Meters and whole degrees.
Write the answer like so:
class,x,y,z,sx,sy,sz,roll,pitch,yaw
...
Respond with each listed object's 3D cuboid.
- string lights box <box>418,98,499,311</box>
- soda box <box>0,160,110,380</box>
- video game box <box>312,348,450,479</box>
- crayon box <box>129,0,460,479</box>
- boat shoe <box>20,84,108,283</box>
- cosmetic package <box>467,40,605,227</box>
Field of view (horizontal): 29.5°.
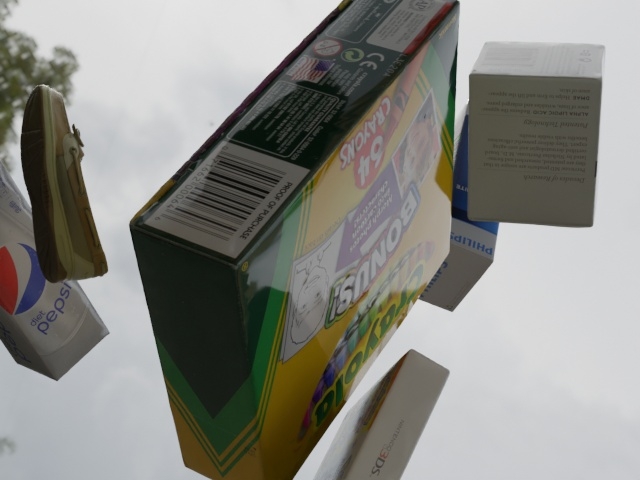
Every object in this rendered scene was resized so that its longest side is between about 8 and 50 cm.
class,x,y,z,sx,sy,sz,roll,pitch,yaw
string lights box,0.188,-0.050,1.632,0.077,0.259,0.133,21,-38,-8
soda box,-0.361,0.022,1.387,0.098,0.091,0.286,13,-43,46
video game box,0.025,0.214,1.052,0.048,0.205,0.187,32,-30,-3
crayon box,0.000,0.000,1.070,0.106,0.363,0.313,20,-40,24
boat shoe,-0.198,-0.044,0.942,0.056,0.048,0.153,-17,-99,57
cosmetic package,0.259,-0.130,1.453,0.152,0.151,0.183,4,-64,14
